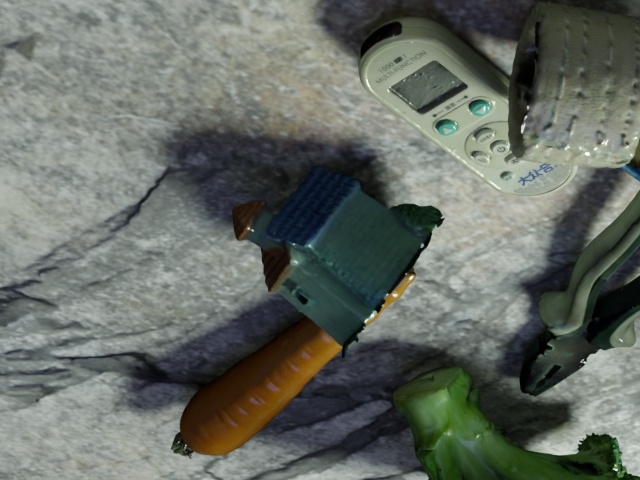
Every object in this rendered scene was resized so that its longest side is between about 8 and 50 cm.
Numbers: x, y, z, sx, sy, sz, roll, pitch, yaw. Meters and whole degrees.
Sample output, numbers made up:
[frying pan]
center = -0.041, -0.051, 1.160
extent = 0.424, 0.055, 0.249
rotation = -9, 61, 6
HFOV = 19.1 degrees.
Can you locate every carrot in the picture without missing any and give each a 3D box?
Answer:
[carrot]
center = -0.032, 0.115, 1.727
extent = 0.069, 0.069, 0.336
rotation = 28, 131, -29

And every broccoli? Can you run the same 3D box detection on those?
[broccoli]
center = 0.163, 0.237, 1.777
extent = 0.254, 0.269, 0.269
rotation = -33, 141, -13

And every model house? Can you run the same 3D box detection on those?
[model house]
center = 0.000, 0.000, 1.566
extent = 0.149, 0.119, 0.148
rotation = 35, 159, -3

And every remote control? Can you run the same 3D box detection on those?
[remote control]
center = 0.116, -0.103, 1.471
extent = 0.078, 0.042, 0.221
rotation = -29, 131, 33

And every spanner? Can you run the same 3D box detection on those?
[spanner]
center = 0.246, 0.052, 1.656
extent = 0.096, 0.040, 0.325
rotation = 12, 144, -14

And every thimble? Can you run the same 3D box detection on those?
[thimble]
center = 0.187, -0.113, 1.400
extent = 0.090, 0.115, 0.102
rotation = 7, 162, -8

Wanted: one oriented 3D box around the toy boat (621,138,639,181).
[toy boat]
center = 0.319, -0.056, 1.512
extent = 0.229, 0.080, 0.046
rotation = 16, 173, -23
